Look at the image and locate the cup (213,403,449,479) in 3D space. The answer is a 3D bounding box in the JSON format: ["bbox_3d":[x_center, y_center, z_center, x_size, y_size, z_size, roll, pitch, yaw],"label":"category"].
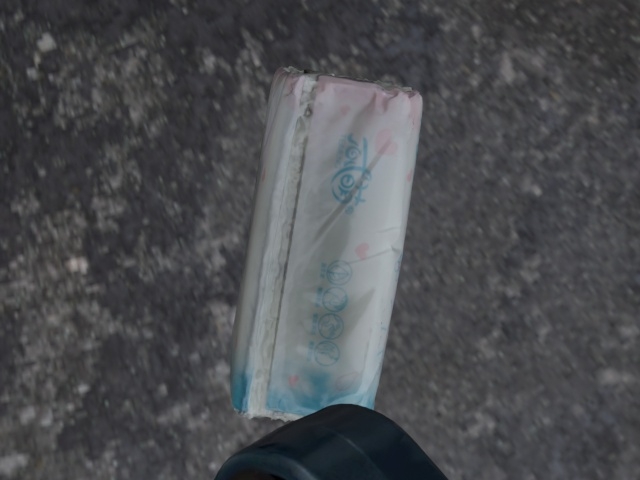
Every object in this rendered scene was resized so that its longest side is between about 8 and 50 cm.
[{"bbox_3d":[0.074,0.242,0.637,0.242,0.308,0.292,5,139,-24],"label":"cup"}]

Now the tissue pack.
[{"bbox_3d":[0.000,0.000,1.298,0.124,0.201,0.271,7,97,-8],"label":"tissue pack"}]
